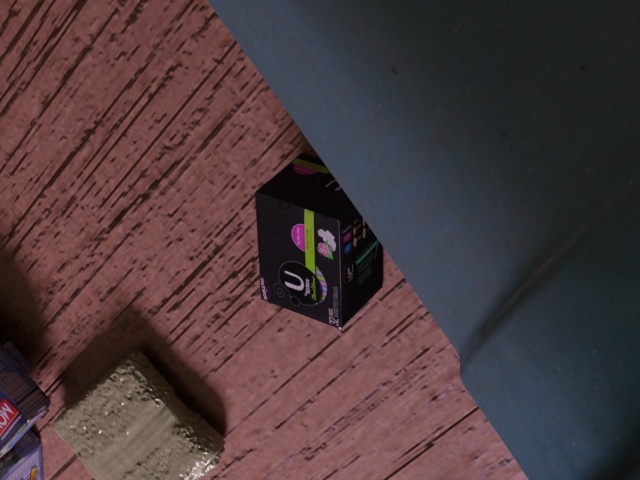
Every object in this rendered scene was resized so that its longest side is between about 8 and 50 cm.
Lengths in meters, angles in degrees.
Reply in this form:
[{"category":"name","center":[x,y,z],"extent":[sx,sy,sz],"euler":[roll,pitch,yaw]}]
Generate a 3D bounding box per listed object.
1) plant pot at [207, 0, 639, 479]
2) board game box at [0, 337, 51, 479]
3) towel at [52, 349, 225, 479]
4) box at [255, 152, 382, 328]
[{"category":"plant pot","center":[0.121,-0.105,0.771],"extent":[0.334,0.341,0.341],"euler":[50,138,11]},{"category":"board game box","center":[-0.279,0.129,1.430],"extent":[0.194,0.060,0.194],"euler":[47,137,0]},{"category":"towel","center":[-0.136,0.146,1.352],"extent":[0.110,0.027,0.148],"euler":[47,138,2]},{"category":"box","center":[0.000,0.000,1.119],"extent":[0.062,0.052,0.083],"euler":[19,131,27]}]
